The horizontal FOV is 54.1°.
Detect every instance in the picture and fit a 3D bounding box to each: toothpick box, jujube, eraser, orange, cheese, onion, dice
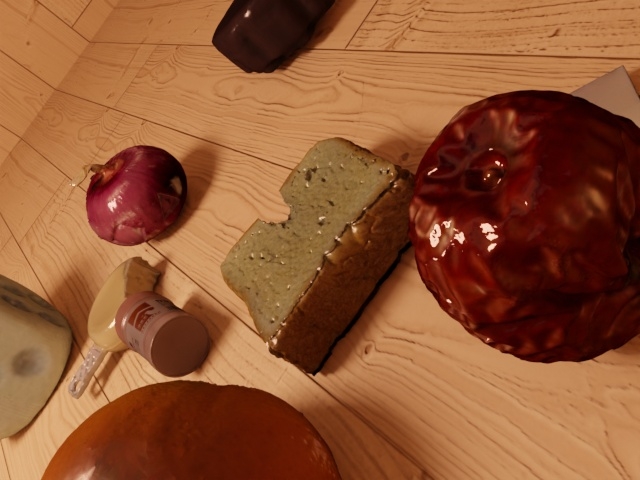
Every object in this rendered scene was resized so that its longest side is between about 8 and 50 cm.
[{"bbox_3d":[-0.248,0.143,0.977,0.148,0.098,0.099,16,73,51],"label":"toothpick box"},{"bbox_3d":[0.182,-0.007,0.524,0.212,0.232,0.213,-28,46,34],"label":"jujube"},{"bbox_3d":[0.276,-0.116,0.686,0.150,0.023,0.104,-28,43,31],"label":"eraser"},{"bbox_3d":[-0.148,0.270,0.640,0.310,0.274,0.275,-24,45,42],"label":"orange"},{"bbox_3d":[-0.384,0.154,1.140,0.249,0.070,0.163,-50,37,5],"label":"cheese"},{"bbox_3d":[-0.350,-0.095,1.234,0.200,0.201,0.207,-35,8,23],"label":"onion"},{"bbox_3d":[-0.681,0.217,1.245,0.263,0.268,0.264,-56,35,-6],"label":"dice"}]

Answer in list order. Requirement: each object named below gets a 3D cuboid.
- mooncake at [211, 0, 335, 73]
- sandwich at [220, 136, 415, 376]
[{"bbox_3d":[-0.092,-0.467,1.277,0.283,0.141,0.283,-37,30,26],"label":"mooncake"},{"bbox_3d":[-0.001,-0.001,0.834,0.273,0.095,0.249,-53,33,2],"label":"sandwich"}]
